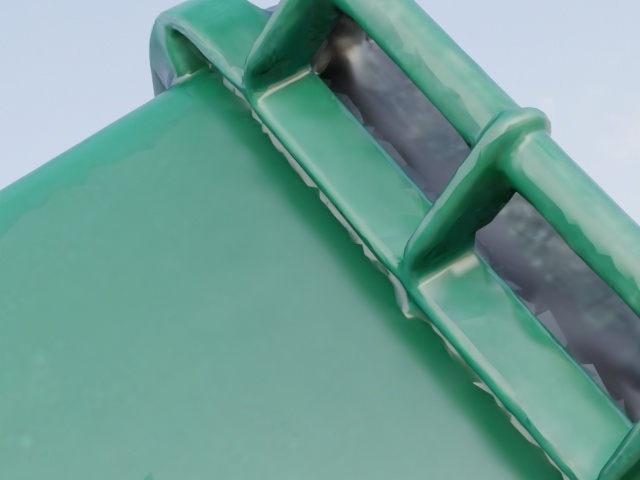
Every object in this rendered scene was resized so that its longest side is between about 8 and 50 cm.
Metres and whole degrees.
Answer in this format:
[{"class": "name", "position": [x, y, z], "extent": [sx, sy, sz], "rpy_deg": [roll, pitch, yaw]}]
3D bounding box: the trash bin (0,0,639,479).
[{"class": "trash bin", "position": [-0.079, 0.128, 0.397], "extent": [0.381, 0.259, 0.295], "rpy_deg": [-29, -32, -20]}]
